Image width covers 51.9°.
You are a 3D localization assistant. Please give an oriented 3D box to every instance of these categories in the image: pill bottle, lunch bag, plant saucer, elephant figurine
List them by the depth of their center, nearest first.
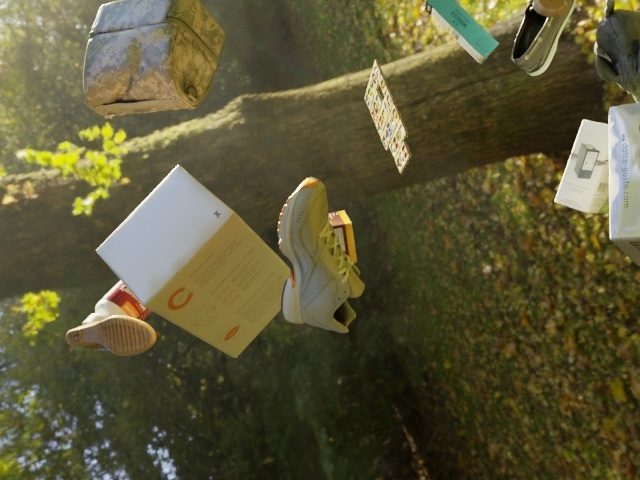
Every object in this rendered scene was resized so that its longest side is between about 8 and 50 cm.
[{"bbox_3d":[0.550,-0.566,1.569,0.015,0.084,0.083,86,162,-59],"label":"plant saucer"},{"bbox_3d":[-0.409,-0.425,1.582,0.212,0.305,0.255,47,-131,-58],"label":"lunch bag"},{"bbox_3d":[0.773,-0.445,1.638,0.169,0.186,0.239,105,169,-66],"label":"elephant figurine"},{"bbox_3d":[-0.521,0.178,1.762,0.121,0.221,0.121,22,140,20],"label":"pill bottle"}]

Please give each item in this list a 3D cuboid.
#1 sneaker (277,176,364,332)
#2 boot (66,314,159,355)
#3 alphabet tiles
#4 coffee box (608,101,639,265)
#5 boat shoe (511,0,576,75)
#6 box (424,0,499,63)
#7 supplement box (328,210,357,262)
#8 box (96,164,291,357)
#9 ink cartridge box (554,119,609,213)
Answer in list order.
[{"bbox_3d":[0.012,0.027,0.975,0.121,0.099,0.262,17,131,22],"label":"sneaker"},{"bbox_3d":[-0.442,0.219,1.551,0.207,0.249,0.090,12,-104,-66],"label":"boot"},{"bbox_3d":[0.163,-0.288,1.593,0.198,0.009,0.237,105,146,-75],"label":"alphabet tiles"},{"bbox_3d":[0.903,-0.134,1.575,0.338,0.335,0.337,22,-111,-52],"label":"coffee box"},{"bbox_3d":[0.600,-0.603,1.769,0.109,0.091,0.304,26,100,55],"label":"boat shoe"},{"bbox_3d":[0.416,-0.638,1.953,0.244,0.060,0.100,45,-172,1],"label":"box"},{"bbox_3d":[0.000,0.000,2.069,0.191,0.194,0.129,-110,11,-75],"label":"supplement box"},{"bbox_3d":[-0.212,0.054,1.252,0.168,0.215,0.345,39,173,30],"label":"box"},{"bbox_3d":[0.872,-0.230,2.083,0.115,0.198,0.272,26,108,38],"label":"ink cartridge box"}]
